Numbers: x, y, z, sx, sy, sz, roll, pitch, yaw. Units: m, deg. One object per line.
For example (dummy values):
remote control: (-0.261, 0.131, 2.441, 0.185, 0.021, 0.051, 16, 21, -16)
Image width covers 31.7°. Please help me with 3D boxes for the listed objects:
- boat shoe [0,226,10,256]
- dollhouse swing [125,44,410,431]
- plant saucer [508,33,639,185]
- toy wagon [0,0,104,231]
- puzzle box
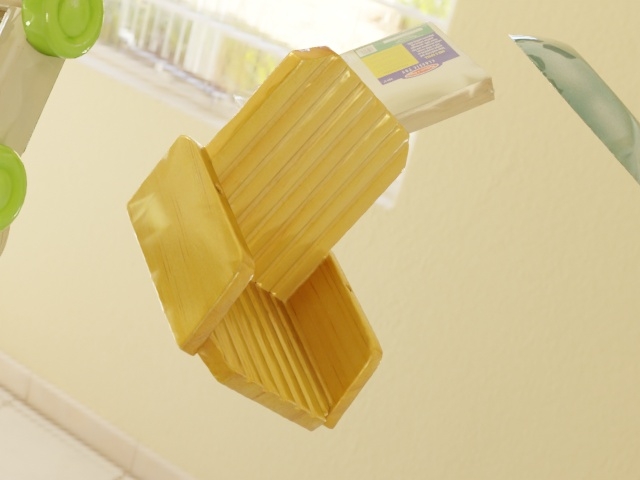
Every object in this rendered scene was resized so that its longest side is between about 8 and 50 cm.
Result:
boat shoe: (-0.417, -0.059, 1.258, 0.109, 0.302, 0.098, 41, 52, 17)
dollhouse swing: (0.000, 0.000, 1.383, 0.347, 0.305, 0.315, 41, 18, -52)
plant saucer: (0.247, -0.125, 1.020, 0.195, 0.037, 0.195, 44, 15, -15)
toy wagon: (-0.291, -0.072, 0.721, 0.267, 0.344, 0.068, 14, -13, 28)
puzzle box: (0.072, -0.255, 2.010, 0.409, 0.052, 0.272, -21, 37, -7)
